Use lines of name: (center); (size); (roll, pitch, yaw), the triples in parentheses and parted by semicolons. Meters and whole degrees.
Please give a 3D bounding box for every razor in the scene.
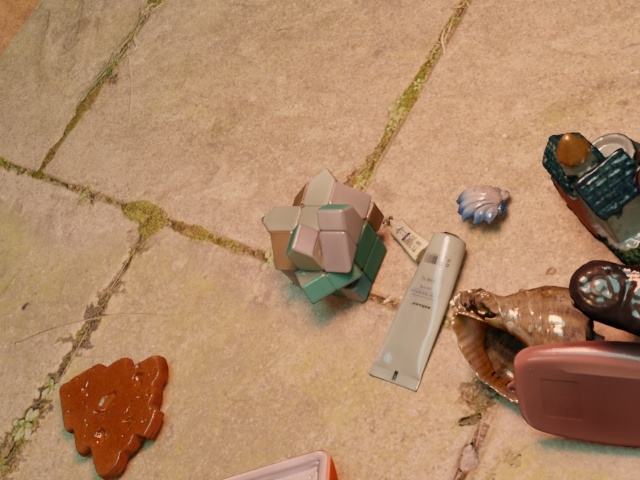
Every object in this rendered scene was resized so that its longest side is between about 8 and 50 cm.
razor: (0.519, 0.097, 1.454); (0.189, 0.326, 0.107); (19, 97, 31)

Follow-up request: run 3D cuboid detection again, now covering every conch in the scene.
conch: (0.378, 0.164, 1.593); (0.291, 0.210, 0.159); (29, 44, 33)

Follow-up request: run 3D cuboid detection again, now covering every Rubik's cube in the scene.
Rubik's cube: (0.000, 0.000, 1.867); (0.224, 0.213, 0.265); (9, 67, 32)

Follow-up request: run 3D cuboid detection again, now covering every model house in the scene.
model house: (0.510, -0.120, 1.615); (0.184, 0.291, 0.253); (-40, 48, 13)

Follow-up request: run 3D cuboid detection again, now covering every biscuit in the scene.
biscuit: (-0.462, 0.364, 2.001); (0.306, 0.043, 0.284); (12, 69, 36)

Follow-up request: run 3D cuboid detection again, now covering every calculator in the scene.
calculator: (0.462, 0.251, 1.461); (0.329, 0.220, 0.048); (0, 38, 23)

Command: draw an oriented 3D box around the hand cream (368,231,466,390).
hand cream: (0.199, 0.129, 1.787); (0.109, 0.067, 0.321); (16, 74, 33)

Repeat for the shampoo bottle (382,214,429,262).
shampoo bottle: (0.177, -0.011, 1.895); (0.049, 0.034, 0.141); (-46, 50, 5)

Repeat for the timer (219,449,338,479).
timer: (-0.084, 0.518, 1.632); (0.257, 0.161, 0.250); (-21, 45, 16)

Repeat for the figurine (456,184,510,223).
figurine: (0.319, -0.073, 1.834); (0.114, 0.079, 0.114); (-21, 35, 16)
